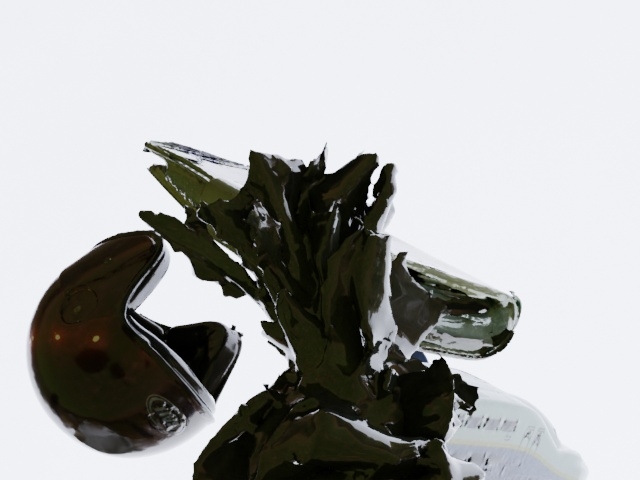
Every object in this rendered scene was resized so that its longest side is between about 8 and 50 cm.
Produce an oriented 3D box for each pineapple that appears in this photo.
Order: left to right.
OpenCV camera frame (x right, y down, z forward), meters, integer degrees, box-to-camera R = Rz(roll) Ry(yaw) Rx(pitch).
[{"bbox_3d":[0.015,0.085,0.462,0.125,0.125,0.251,-21,-111,22],"label":"pineapple"}]

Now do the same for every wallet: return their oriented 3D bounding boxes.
[{"bbox_3d":[0.000,0.000,1.184,0.309,0.223,0.077,31,-77,43],"label":"wallet"}]

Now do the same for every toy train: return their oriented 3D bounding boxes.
[{"bbox_3d":[0.083,0.098,0.706,0.052,0.234,0.051,28,-82,37],"label":"toy train"}]

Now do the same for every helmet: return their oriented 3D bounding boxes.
[{"bbox_3d":[-0.180,0.105,1.303,0.193,0.189,0.216,-38,-138,-6],"label":"helmet"}]

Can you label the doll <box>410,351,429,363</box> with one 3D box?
[{"bbox_3d":[0.047,0.093,1.507,0.206,0.110,0.067,38,-122,8],"label":"doll"}]
